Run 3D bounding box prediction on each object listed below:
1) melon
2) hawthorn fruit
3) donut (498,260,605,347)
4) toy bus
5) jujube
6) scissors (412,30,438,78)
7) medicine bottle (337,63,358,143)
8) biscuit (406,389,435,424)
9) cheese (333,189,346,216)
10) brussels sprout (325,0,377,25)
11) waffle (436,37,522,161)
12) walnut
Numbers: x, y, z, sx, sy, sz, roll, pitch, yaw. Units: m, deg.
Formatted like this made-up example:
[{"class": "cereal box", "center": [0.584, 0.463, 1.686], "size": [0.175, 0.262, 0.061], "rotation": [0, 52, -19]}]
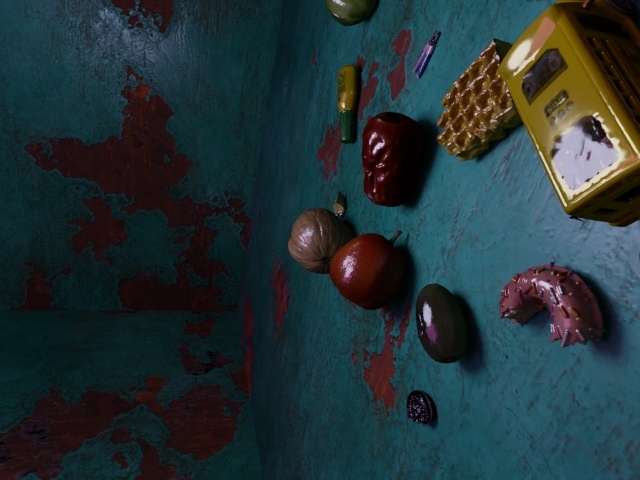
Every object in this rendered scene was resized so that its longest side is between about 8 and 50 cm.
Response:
[{"class": "melon", "center": [0.241, 0.164, 0.829], "size": [0.099, 0.099, 0.162], "rotation": [123, 147, -53]}, {"class": "hawthorn fruit", "center": [0.137, 0.064, 1.058], "size": [0.225, 0.196, 0.196], "rotation": [-54, 28, 11]}, {"class": "donut", "center": [0.339, 0.088, 0.620], "size": [0.166, 0.065, 0.117], "rotation": [-178, 91, -68]}, {"class": "toy bus", "center": [0.343, -0.191, 0.535], "size": [0.144, 0.152, 0.330], "rotation": [123, 145, -55]}, {"class": "jujube", "center": [0.172, -0.196, 1.016], "size": [0.155, 0.155, 0.230], "rotation": [-128, 39, -61]}, {"class": "scissors", "center": [0.260, -0.458, 1.012], "size": [0.113, 0.012, 0.039], "rotation": [115, 151, -45]}, {"class": "medicine bottle", "center": [0.091, -0.461, 1.401], "size": [0.095, 0.064, 0.261], "rotation": [-11, 76, 64]}, {"class": "biscuit", "center": [0.225, 0.384, 0.933], "size": [0.087, 0.027, 0.089], "rotation": [-124, 43, -61]}, {"class": "cheese", "center": [0.068, -0.130, 1.439], "size": [0.084, 0.041, 0.060], "rotation": [94, 175, -50]}, {"class": "brussels sprout", "center": [0.109, -0.775, 1.310], "size": [0.183, 0.145, 0.131], "rotation": [-43, -5, 0]}, {"class": "waffle", "center": [0.300, -0.248, 0.800], "size": [0.211, 0.055, 0.161], "rotation": [131, 139, -58]}, {"class": "walnut", "center": [0.000, 0.000, 1.370], "size": [0.228, 0.227, 0.228], "rotation": [-176, 90, -70]}]
